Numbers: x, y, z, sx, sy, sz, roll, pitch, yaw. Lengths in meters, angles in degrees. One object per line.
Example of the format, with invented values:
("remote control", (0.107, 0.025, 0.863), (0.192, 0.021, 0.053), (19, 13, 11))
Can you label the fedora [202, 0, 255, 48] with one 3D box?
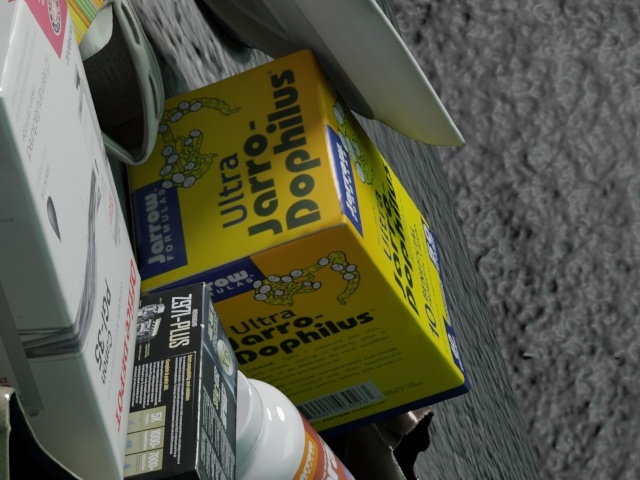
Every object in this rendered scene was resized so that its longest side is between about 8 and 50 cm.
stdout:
("fedora", (-0.077, -0.397, 2.171), (0.334, 0.153, 0.334), (-20, 90, -77))

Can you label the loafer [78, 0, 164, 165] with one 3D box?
("loafer", (-0.201, -0.183, 1.439), (0.319, 0.112, 0.111), (57, 10, -48))

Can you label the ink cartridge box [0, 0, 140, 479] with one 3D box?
("ink cartridge box", (-0.192, -0.016, 1.075), (0.207, 0.117, 0.283), (-92, 173, -52))

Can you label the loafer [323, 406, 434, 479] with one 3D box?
("loafer", (0.058, 0.189, 1.929), (0.134, 0.130, 0.366), (35, 38, -69))

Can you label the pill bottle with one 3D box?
("pill bottle", (-0.054, 0.187, 1.488), (0.216, 0.121, 0.121), (55, 20, -51))

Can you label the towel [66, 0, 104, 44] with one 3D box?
("towel", (-0.218, -0.150, 1.313), (0.102, 0.021, 0.237), (54, 46, -38))

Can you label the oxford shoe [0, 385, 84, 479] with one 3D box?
("oxford shoe", (-0.146, 0.220, 1.034), (0.123, 0.130, 0.348), (-93, 160, -50))

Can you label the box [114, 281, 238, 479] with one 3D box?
("box", (-0.133, 0.124, 1.175), (0.180, 0.147, 0.077), (-93, 167, -53))

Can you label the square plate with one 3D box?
("square plate", (-0.054, -0.234, 1.655), (0.344, 0.049, 0.347), (36, -10, 40))

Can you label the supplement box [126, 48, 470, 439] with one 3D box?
("supplement box", (-0.018, 0.019, 1.717), (0.356, 0.195, 0.194), (52, 23, -54))
